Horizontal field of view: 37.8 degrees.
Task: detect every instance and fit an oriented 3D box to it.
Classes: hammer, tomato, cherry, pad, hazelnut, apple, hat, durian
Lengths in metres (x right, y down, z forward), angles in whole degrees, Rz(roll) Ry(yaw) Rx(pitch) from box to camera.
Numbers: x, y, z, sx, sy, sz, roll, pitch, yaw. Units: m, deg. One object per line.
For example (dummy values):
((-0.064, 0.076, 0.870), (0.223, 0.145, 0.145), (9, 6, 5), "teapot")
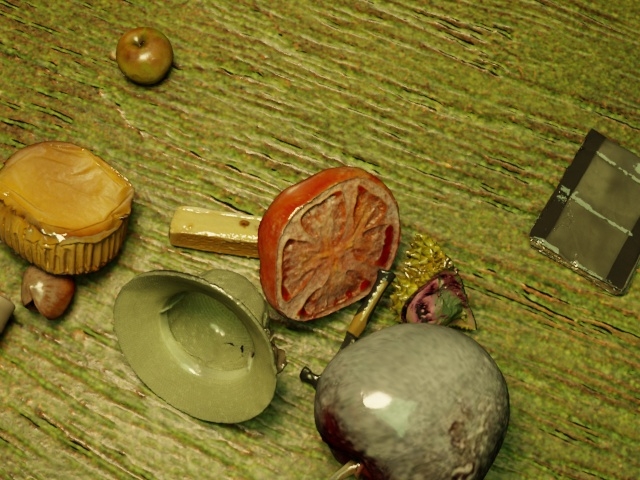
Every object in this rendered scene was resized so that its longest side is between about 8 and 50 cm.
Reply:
((0.053, 0.132, 1.353), (0.078, 0.021, 0.201), (32, 87, -3), "hammer")
((0.000, 0.000, 1.333), (0.236, 0.237, 0.095), (-41, 42, -15), "tomato")
((0.117, 0.238, 1.249), (0.296, 0.218, 0.255), (-38, 79, -25), "cherry")
((0.447, -0.046, 1.463), (0.174, 0.022, 0.233), (32, 72, 6), "pad")
((-0.392, 0.072, 1.334), (0.086, 0.086, 0.086), (1, 72, -4), "hazelnut")
((-0.275, -0.288, 1.458), (0.089, 0.074, 0.090), (1, 70, -2), "apple")
((-0.146, 0.114, 1.295), (0.257, 0.257, 0.130), (31, 42, 6), "hat")
((0.140, 0.068, 1.347), (0.108, 0.187, 0.119), (-33, 49, -2), "durian")

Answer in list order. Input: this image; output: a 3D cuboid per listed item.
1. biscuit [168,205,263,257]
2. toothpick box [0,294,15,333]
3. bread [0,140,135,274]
((-0.129, -0.013, 1.394), (0.187, 0.052, 0.056), (7, 59, -3), "biscuit")
((-0.512, 0.141, 1.286), (0.111, 0.111, 0.181), (26, 73, 4), "toothpick box")
((-0.370, -0.042, 1.337), (0.199, 0.104, 0.199), (10, 46, -11), "bread")
